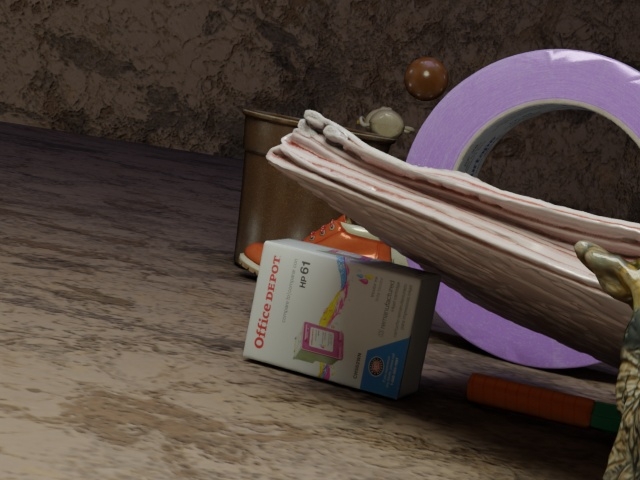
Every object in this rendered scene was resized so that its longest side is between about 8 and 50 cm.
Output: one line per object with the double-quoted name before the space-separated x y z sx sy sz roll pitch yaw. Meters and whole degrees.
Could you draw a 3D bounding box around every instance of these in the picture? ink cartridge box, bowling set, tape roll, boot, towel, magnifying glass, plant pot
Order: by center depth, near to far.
"towel" 0.168 0.030 0.960 0.317 0.053 0.332 24 -5 37
"magnifying glass" 0.213 0.124 1.012 0.231 0.026 0.092 9 -9 24
"ink cartridge box" 0.014 0.054 1.051 0.122 0.088 0.052 14 8 21
"tape roll" 0.212 -0.028 1.301 0.275 0.275 0.090 13 7 19
"boot" -0.003 0.011 1.474 0.158 0.085 0.059 11 7 11
"plant pot" -0.016 -0.044 1.569 0.167 0.165 0.167 11 5 -1
"bowling set" 0.132 -0.121 1.830 0.287 0.200 0.154 15 4 -1

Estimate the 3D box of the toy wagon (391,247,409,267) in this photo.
"toy wagon" 0.138 0.013 1.798 0.267 0.068 0.344 14 6 23

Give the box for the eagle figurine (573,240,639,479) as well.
"eagle figurine" 0.163 0.105 0.610 0.226 0.225 0.298 -29 24 26
